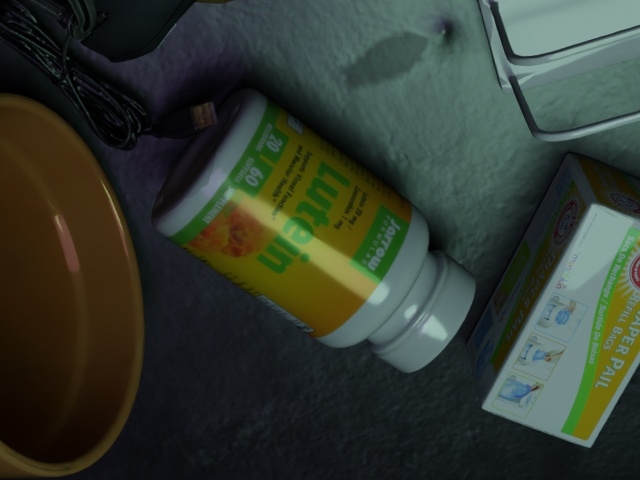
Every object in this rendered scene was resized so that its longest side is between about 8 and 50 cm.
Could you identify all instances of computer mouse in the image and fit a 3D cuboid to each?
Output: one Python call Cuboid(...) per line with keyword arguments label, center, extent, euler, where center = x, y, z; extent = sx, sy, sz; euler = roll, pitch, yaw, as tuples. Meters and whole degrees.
Cuboid(label="computer mouse", center=(-0.135, -0.146, 1.093), extent=(0.184, 0.060, 0.262), euler=(45, 140, -21))

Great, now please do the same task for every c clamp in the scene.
Cuboid(label="c clamp", center=(-0.213, -0.188, 1.039), extent=(0.161, 0.137, 0.022), euler=(30, 70, 22))

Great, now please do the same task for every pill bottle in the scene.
Cuboid(label="pill bottle", center=(0.000, 0.000, 1.184), extent=(0.246, 0.136, 0.136), euler=(35, 109, -16))

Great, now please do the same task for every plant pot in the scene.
Cuboid(label="plant pot", center=(-0.296, 0.049, 1.140), extent=(0.203, 0.291, 0.291), euler=(-12, 115, 22))

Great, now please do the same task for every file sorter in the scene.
Cuboid(label="file sorter", center=(0.200, -0.233, 1.062), extent=(0.193, 0.173, 0.277), euler=(-15, 115, 7))

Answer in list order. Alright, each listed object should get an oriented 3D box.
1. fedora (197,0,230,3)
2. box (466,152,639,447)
Cuboid(label="fedora", center=(-0.084, -0.276, 1.087), extent=(0.194, 0.079, 0.194), euler=(0, 113, -1))
Cuboid(label="box", center=(0.214, 0.049, 1.224), extent=(0.103, 0.114, 0.203), euler=(21, 111, -11))
